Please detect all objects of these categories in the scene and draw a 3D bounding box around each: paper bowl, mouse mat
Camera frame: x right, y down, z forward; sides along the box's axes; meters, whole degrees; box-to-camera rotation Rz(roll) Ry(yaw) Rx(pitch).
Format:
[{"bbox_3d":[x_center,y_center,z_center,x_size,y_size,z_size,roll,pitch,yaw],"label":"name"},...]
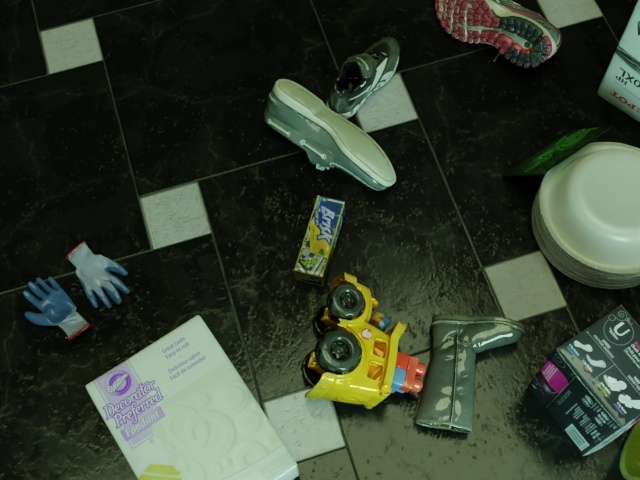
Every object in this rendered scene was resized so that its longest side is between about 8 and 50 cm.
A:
[{"bbox_3d":[0.558,-0.061,1.657,0.284,0.148,0.284,-1,67,2],"label":"paper bowl"},{"bbox_3d":[0.467,-0.176,1.720,0.190,0.152,0.007,-32,102,-13],"label":"mouse mat"}]

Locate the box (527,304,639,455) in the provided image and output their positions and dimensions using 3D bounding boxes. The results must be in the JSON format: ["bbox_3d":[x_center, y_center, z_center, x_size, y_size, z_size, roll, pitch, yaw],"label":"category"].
[{"bbox_3d":[0.476,0.242,1.462,0.142,0.247,0.163,-32,69,-11],"label":"box"}]

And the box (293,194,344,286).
[{"bbox_3d":[0.000,0.000,1.692,0.059,0.054,0.168,13,67,8],"label":"box"}]

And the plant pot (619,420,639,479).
[{"bbox_3d":[0.684,0.360,1.417,0.254,0.276,0.276,38,71,5],"label":"plant pot"}]

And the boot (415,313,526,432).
[{"bbox_3d":[0.272,0.241,1.564,0.190,0.076,0.208,-1,58,17],"label":"boot"}]

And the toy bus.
[{"bbox_3d":[0.088,0.192,1.563,0.211,0.149,0.220,15,63,-6],"label":"toy bus"}]

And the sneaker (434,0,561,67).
[{"bbox_3d":[0.379,-0.474,1.880,0.299,0.121,0.112,37,42,17],"label":"sneaker"}]

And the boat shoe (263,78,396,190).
[{"bbox_3d":[0.015,-0.199,1.776,0.319,0.099,0.116,40,32,7],"label":"boat shoe"}]

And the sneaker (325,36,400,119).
[{"bbox_3d":[0.095,-0.358,1.824,0.078,0.106,0.234,35,71,15],"label":"sneaker"}]

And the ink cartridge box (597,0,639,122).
[{"bbox_3d":[0.733,-0.358,1.654,0.285,0.395,0.166,40,74,18],"label":"ink cartridge box"}]

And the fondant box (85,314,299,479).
[{"bbox_3d":[-0.225,0.334,1.523,0.238,0.096,0.330,-32,68,-12],"label":"fondant box"}]

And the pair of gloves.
[{"bbox_3d":[-0.475,0.100,1.676,0.159,0.023,0.198,41,72,20],"label":"pair of gloves"}]
